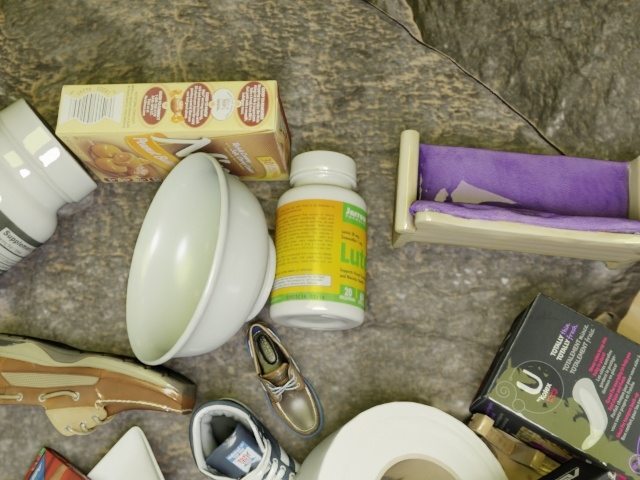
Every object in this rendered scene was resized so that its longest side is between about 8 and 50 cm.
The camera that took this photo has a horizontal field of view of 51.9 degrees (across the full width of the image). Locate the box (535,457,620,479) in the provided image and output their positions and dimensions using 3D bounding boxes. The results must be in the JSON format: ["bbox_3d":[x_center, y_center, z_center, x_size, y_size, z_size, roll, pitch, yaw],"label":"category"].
[{"bbox_3d":[0.181,0.450,0.628,0.395,0.097,0.318,-26,85,-10],"label":"box"}]

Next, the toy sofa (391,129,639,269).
[{"bbox_3d":[0.285,-0.061,0.921,0.363,0.177,0.150,6,76,-1],"label":"toy sofa"}]

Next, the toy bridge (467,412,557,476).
[{"bbox_3d":[0.279,0.291,0.889,0.188,0.063,0.026,33,76,-6],"label":"toy bridge"}]

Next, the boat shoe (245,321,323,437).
[{"bbox_3d":[-0.059,0.199,0.943,0.066,0.066,0.183,-33,73,-6],"label":"boat shoe"}]

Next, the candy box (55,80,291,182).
[{"bbox_3d":[-0.211,-0.161,1.010,0.317,0.183,0.087,0,73,4],"label":"candy box"}]

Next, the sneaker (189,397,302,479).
[{"bbox_3d":[-0.062,0.313,0.861,0.282,0.153,0.099,40,80,15],"label":"sneaker"}]

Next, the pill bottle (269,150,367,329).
[{"bbox_3d":[0.000,0.000,0.966,0.137,0.136,0.245,1,72,5],"label":"pill bottle"}]

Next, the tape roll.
[{"bbox_3d":[0.105,0.348,0.798,0.286,0.100,0.286,14,52,-19],"label":"tape roll"}]

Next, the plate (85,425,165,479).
[{"bbox_3d":[-0.266,0.429,0.835,0.277,0.045,0.278,-48,47,1],"label":"plate"}]

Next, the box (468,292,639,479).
[{"bbox_3d":[0.360,0.216,0.865,0.270,0.143,0.165,30,73,13],"label":"box"}]

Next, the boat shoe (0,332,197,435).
[{"bbox_3d":[-0.336,0.216,0.941,0.324,0.122,0.119,8,78,15],"label":"boat shoe"}]

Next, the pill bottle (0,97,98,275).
[{"bbox_3d":[-0.535,-0.038,0.981,0.363,0.210,0.210,-40,74,-9],"label":"pill bottle"}]

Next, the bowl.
[{"bbox_3d":[-0.155,0.036,0.932,0.134,0.298,0.297,17,69,-32],"label":"bowl"}]

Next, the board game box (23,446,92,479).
[{"bbox_3d":[-0.403,0.437,0.878,0.145,0.027,0.281,14,71,39],"label":"board game box"}]
